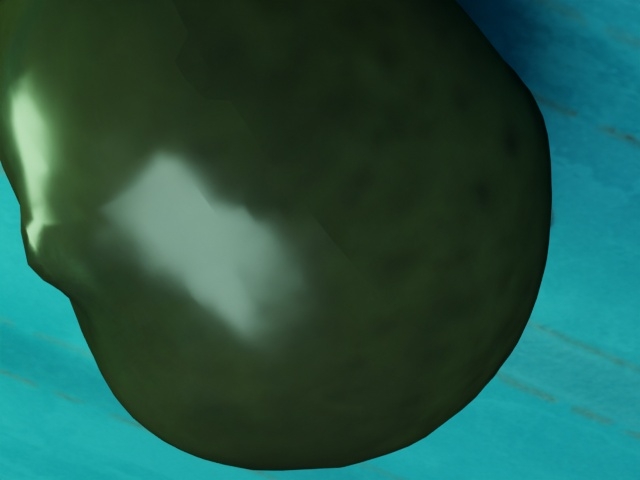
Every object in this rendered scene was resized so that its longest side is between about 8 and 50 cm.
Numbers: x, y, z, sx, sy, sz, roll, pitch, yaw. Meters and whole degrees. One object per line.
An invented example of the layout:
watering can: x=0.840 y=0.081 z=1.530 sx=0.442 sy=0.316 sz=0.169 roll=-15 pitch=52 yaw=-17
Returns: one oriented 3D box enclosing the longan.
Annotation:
longan: x=-0.028 y=-0.042 z=0.896 sx=0.288 sy=0.288 sz=0.350 roll=-15 pitch=124 yaw=32
